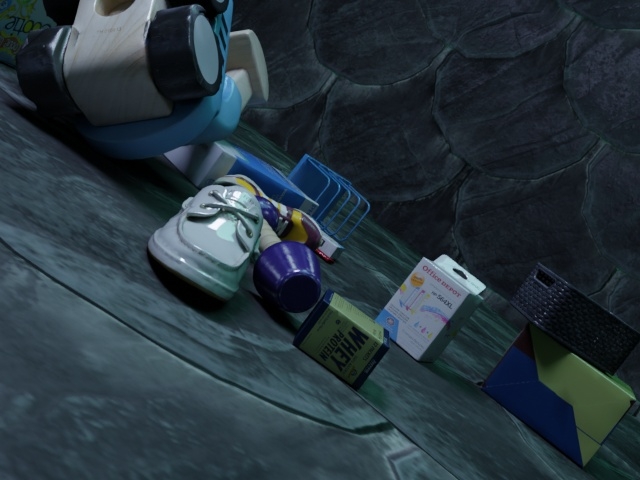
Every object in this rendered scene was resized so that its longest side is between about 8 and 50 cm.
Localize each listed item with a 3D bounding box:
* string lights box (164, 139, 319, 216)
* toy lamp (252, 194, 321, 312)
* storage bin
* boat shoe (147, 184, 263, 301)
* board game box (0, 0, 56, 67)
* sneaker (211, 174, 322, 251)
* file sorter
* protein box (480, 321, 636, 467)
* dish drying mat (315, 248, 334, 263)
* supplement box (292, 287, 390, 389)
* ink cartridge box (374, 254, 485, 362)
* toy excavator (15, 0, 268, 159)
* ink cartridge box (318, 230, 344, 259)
[{"bbox_3d":[-0.132,-0.106,1.421,0.260,0.076,0.133,28,11,-49],"label":"string lights box"},{"bbox_3d":[-0.058,0.015,0.997,0.080,0.080,0.274,33,5,-22],"label":"toy lamp"},{"bbox_3d":[0.409,0.126,1.340,0.180,0.084,0.122,32,9,-17],"label":"storage bin"},{"bbox_3d":[-0.106,-0.015,0.861,0.098,0.096,0.277,35,7,-10],"label":"boat shoe"},{"bbox_3d":[-0.512,-0.386,1.179,0.275,0.142,0.144,38,7,16],"label":"board game box"},{"bbox_3d":[-0.086,-0.035,1.260,0.186,0.069,0.084,31,15,13],"label":"sneaker"},{"bbox_3d":[0.008,-0.086,1.803,0.170,0.118,0.104,28,14,-49],"label":"file sorter"},{"bbox_3d":[0.395,0.245,1.384,0.200,0.136,0.201,37,8,17],"label":"protein box"},{"bbox_3d":[-0.011,0.015,1.489,0.083,0.008,0.032,38,6,24],"label":"dish drying mat"},{"bbox_3d":[0.024,0.102,0.876,0.083,0.056,0.083,36,7,0],"label":"supplement box"},{"bbox_3d":[0.166,0.096,1.233,0.092,0.143,0.090,39,7,24],"label":"ink cartridge box"},{"bbox_3d":[-0.195,-0.240,1.198,0.445,0.223,0.432,68,20,-54],"label":"toy excavator"},{"bbox_3d":[0.000,0.000,1.548,0.083,0.028,0.048,39,7,18],"label":"ink cartridge box"}]
